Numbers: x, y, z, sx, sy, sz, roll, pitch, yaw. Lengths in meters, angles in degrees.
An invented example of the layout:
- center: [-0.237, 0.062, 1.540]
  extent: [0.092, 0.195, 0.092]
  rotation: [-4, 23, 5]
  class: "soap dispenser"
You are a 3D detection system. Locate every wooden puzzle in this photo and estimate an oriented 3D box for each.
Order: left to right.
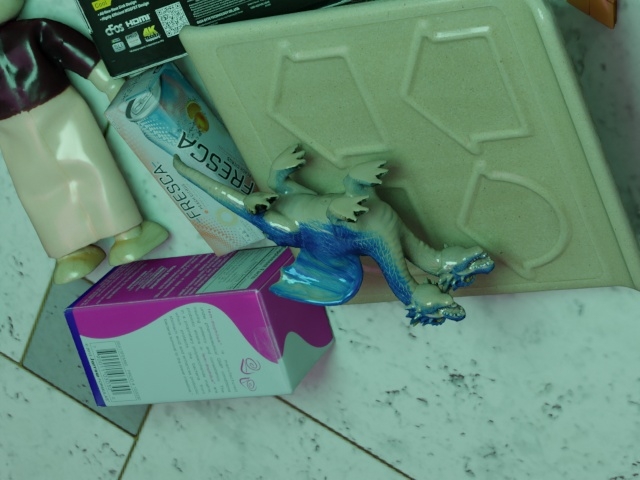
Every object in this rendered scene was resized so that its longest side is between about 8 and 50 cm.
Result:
- center: [0.087, -0.083, 1.529]
  extent: [0.347, 0.080, 0.322]
  rotation: [-1, 133, 31]
  class: "wooden puzzle"

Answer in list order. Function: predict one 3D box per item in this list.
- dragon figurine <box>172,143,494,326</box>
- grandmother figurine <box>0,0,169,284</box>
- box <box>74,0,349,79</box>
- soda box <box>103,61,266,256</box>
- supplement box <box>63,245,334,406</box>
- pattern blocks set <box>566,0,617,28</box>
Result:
- center: [0.000, 0.000, 1.537]
  extent: [0.289, 0.085, 0.144]
  rotation: [6, 136, 22]
  class: "dragon figurine"
- center: [-0.277, -0.132, 1.707]
  extent: [0.207, 0.104, 0.342]
  rotation: [-20, 105, 3]
  class: "grandmother figurine"
- center: [-0.095, -0.303, 1.538]
  extent: [0.322, 0.079, 0.257]
  rotation: [-15, 107, 30]
  class: "box"
- center: [-0.115, -0.074, 1.655]
  extent: [0.063, 0.058, 0.183]
  rotation: [-22, 118, 34]
  class: "soda box"
- center: [-0.116, 0.083, 1.727]
  extent: [0.220, 0.114, 0.111]
  rotation: [-5, 112, 29]
  class: "supplement box"
- center: [0.319, -0.241, 1.404]
  extent: [0.285, 0.026, 0.325]
  rotation: [-34, 98, 34]
  class: "pattern blocks set"
